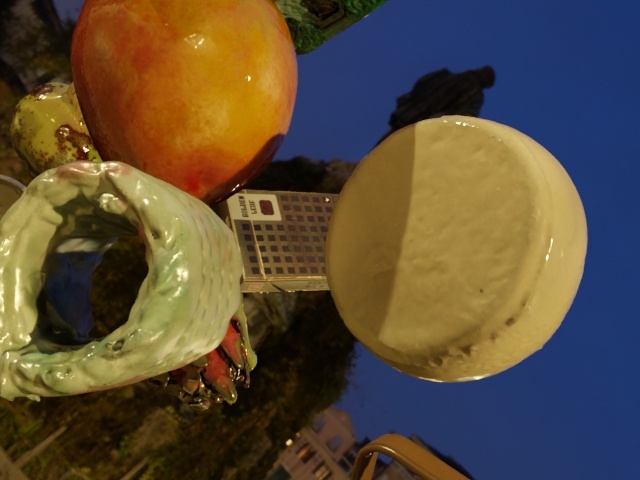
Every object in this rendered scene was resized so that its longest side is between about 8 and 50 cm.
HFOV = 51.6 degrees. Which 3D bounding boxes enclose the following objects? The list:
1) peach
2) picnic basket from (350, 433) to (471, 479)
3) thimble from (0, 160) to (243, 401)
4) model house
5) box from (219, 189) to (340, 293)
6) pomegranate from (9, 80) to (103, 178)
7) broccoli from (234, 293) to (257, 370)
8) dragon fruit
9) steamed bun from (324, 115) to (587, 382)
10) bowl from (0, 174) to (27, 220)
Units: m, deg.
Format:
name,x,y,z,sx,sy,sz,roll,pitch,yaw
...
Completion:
name,x,y,z,sx,sy,sz,roll,pitch,yaw
peach,-0.172,-0.199,0.857,0.308,0.307,0.333,105,-21,-69
picnic basket,0.116,0.367,0.619,0.254,0.291,0.321,26,-65,36
thimble,-0.181,0.042,0.570,0.185,0.211,0.149,37,3,16
model house,-0.041,-0.501,1.111,0.280,0.230,0.248,-23,-28,39
box,-0.001,-0.001,1.133,0.047,0.324,0.180,122,-40,-49
pomegranate,-0.498,-0.227,1.316,0.222,0.204,0.276,47,-37,-2
broccoli,-0.197,0.125,1.241,0.165,0.145,0.304,-80,151,-60
dragon fruit,-0.197,0.170,1.035,0.182,0.182,0.189,106,-18,-69
steamed bun,0.151,0.014,0.725,0.283,0.283,0.177,36,11,39
bowl,-0.738,-0.088,1.543,0.086,0.189,0.189,-93,159,-55
